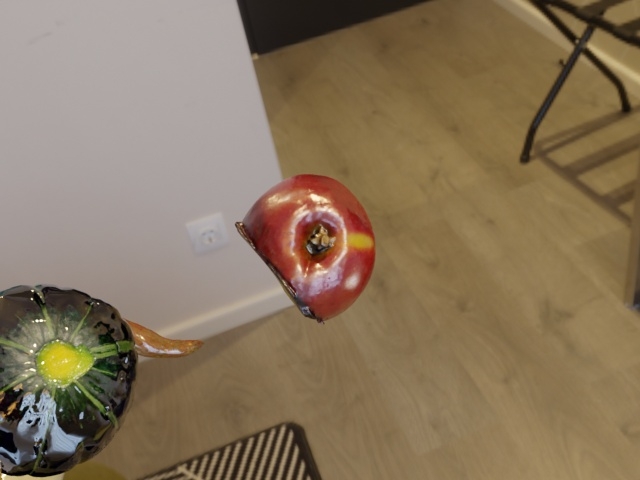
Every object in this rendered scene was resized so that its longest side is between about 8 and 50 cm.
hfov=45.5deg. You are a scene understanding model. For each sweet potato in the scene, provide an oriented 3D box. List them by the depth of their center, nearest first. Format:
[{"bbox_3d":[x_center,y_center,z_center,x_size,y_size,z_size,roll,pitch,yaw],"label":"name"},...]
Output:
[{"bbox_3d":[-0.363,0.195,1.545,0.255,0.058,0.078,23,47,-13],"label":"sweet potato"}]

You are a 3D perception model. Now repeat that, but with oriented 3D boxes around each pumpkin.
[{"bbox_3d":[-0.441,0.219,1.178,0.296,0.295,0.295,-8,40,7],"label":"pumpkin"}]

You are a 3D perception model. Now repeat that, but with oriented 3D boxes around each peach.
[{"bbox_3d":[0.000,0.000,1.407,0.201,0.362,0.257,-40,84,1],"label":"peach"}]

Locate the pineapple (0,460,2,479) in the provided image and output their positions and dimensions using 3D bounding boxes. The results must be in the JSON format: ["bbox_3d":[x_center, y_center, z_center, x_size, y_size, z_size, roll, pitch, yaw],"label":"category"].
[{"bbox_3d":[-0.349,0.257,0.610,0.158,0.334,0.161,-7,-2,10],"label":"pineapple"}]

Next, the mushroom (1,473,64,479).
[{"bbox_3d":[-0.567,0.531,1.323,0.353,0.325,0.353,-7,60,13],"label":"mushroom"}]
